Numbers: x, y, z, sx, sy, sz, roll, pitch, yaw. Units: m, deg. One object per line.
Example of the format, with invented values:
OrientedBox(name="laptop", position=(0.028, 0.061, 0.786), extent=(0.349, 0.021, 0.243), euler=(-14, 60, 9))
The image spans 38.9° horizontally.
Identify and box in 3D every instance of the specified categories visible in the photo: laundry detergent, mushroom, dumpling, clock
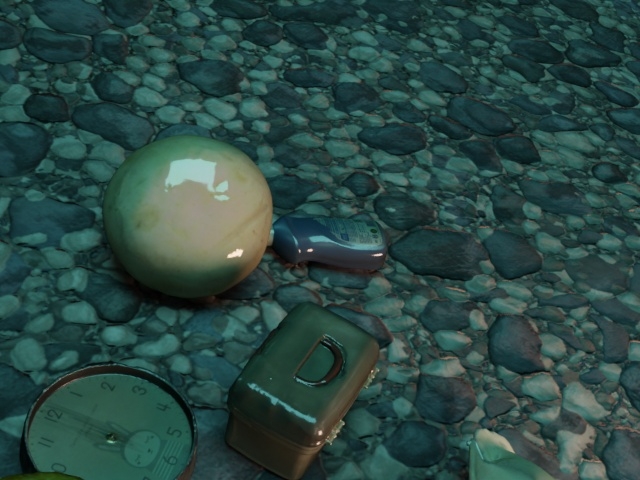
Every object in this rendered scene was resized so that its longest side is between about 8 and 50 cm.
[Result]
OrientedBox(name="laundry detergent", position=(0.000, -0.001, 1.460), extent=(0.206, 0.061, 0.096), euler=(5, 44, -14))
OrientedBox(name="mushroom", position=(-0.191, -0.036, 1.341), extent=(0.246, 0.202, 0.246), euler=(0, 86, -3))
OrientedBox(name="dumpling", position=(0.267, 0.348, 1.137), extent=(0.166, 0.126, 0.216), euler=(15, 13, -47))
OrientedBox(name="clock", position=(-0.256, 0.242, 1.111), extent=(0.215, 0.042, 0.215), euler=(10, 41, -9))

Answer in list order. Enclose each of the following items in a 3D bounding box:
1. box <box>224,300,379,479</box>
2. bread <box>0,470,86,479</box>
OrientedBox(name="box", position=(-0.024, 0.194, 1.182), extent=(0.148, 0.129, 0.210), euler=(28, 41, 12))
OrientedBox(name="bread", position=(-0.236, 0.358, 0.818), extent=(0.358, 0.204, 0.337), euler=(15, 13, 8))
